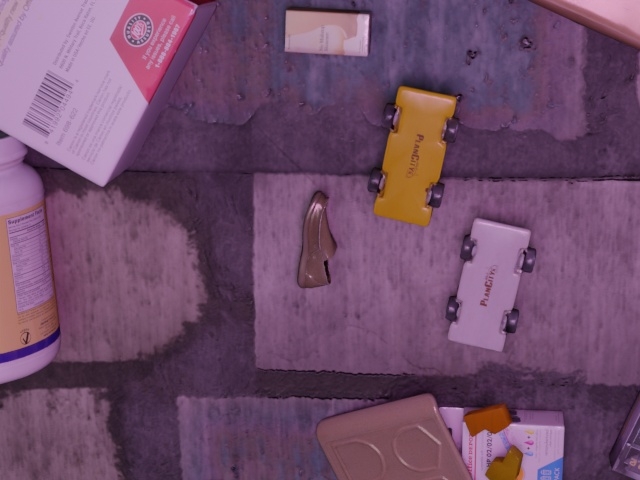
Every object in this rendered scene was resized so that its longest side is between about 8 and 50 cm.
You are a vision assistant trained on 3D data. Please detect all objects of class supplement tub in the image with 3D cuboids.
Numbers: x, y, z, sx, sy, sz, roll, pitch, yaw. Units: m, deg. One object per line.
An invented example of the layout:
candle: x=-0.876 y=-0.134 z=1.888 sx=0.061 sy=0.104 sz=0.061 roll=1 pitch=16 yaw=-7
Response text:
supplement tub: x=-0.495 y=0.018 z=1.909 sx=0.241 sy=0.241 sz=0.331 roll=-2 pitch=105 yaw=8

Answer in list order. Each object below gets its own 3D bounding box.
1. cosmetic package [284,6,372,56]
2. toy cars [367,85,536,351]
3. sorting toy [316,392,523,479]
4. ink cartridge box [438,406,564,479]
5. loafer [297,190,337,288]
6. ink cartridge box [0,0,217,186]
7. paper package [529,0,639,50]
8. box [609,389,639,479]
cosmetic package: x=0.011 y=-0.283 z=1.862 sx=0.115 sy=0.041 sz=0.060 roll=3 pitch=106 yaw=7
toy cars: x=0.183 y=-0.035 z=1.887 sx=0.176 sy=0.087 sz=0.394 roll=-27 pitch=103 yaw=19
sorting toy: x=0.161 y=0.328 z=1.965 sx=0.307 sy=0.041 sz=0.229 roll=-19 pitch=100 yaw=33
ink cartridge box: x=0.256 y=0.299 z=1.974 sx=0.181 sy=0.061 sz=0.104 roll=1 pitch=105 yaw=8
loafer: x=0.000 y=0.000 z=1.935 sx=0.050 sy=0.056 sz=0.148 roll=9 pitch=116 yaw=5
ink cartridge box: x=-0.377 y=-0.294 z=1.850 sx=0.384 sy=0.160 sz=0.279 roll=30 pitch=106 yaw=-1
paper package: x=0.382 y=-0.415 z=1.711 sx=0.325 sy=0.168 sz=0.309 roll=23 pitch=108 yaw=1
box: x=0.549 y=0.279 z=1.931 sx=0.231 sy=0.056 sz=0.183 roll=22 pitch=107 yaw=2
